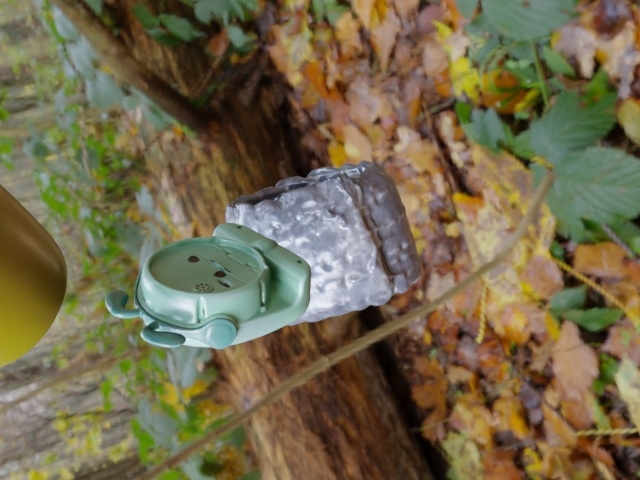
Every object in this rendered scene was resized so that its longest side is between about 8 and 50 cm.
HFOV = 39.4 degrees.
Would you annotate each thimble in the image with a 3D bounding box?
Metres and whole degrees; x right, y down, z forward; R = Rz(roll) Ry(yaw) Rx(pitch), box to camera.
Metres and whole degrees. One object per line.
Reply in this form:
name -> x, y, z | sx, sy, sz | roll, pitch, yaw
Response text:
thimble -> 0.000, 0.000, 1.128 | 0.236, 0.205, 0.172 | -3, 110, 51

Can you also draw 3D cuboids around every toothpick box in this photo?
toothpick box -> -0.335, 0.001, 0.728 | 0.271, 0.175, 0.175 | 49, -168, -53

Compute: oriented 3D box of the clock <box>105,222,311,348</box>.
clock -> -0.113, 0.049, 0.897 | 0.148, 0.188, 0.060 | 27, 126, 37
